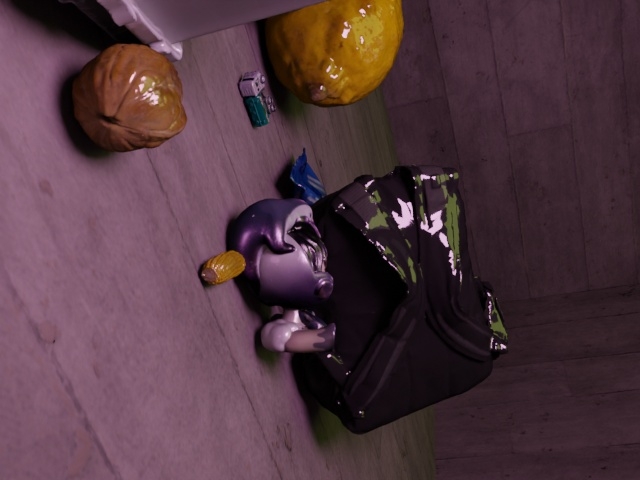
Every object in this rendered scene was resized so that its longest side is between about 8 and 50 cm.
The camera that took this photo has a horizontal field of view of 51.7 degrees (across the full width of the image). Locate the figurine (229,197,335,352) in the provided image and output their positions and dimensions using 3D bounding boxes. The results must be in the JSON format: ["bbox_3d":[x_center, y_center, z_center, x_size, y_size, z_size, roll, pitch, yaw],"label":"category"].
[{"bbox_3d":[-0.057,0.050,0.940,0.145,0.145,0.223,-27,111,-75],"label":"figurine"}]

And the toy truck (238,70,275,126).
[{"bbox_3d":[-0.105,-0.230,1.078,0.044,0.039,0.083,-63,144,-45],"label":"toy truck"}]

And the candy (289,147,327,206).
[{"bbox_3d":[0.000,0.000,1.255,0.187,0.077,0.332,-79,157,-68],"label":"candy"}]

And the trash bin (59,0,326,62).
[{"bbox_3d":[-0.059,-0.330,0.627,0.296,0.367,0.256,34,46,-86],"label":"trash bin"}]

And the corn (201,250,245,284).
[{"bbox_3d":[-0.122,0.034,0.838,0.092,0.037,0.037,-34,114,-72],"label":"corn"}]

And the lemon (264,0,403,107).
[{"bbox_3d":[0.022,-0.399,1.251,0.316,0.285,0.286,-35,118,-44],"label":"lemon"}]

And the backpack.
[{"bbox_3d":[0.119,0.089,1.091,0.255,0.363,0.446,38,-35,61],"label":"backpack"}]

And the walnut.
[{"bbox_3d":[-0.175,-0.132,0.617,0.124,0.105,0.105,-64,142,-68],"label":"walnut"}]
